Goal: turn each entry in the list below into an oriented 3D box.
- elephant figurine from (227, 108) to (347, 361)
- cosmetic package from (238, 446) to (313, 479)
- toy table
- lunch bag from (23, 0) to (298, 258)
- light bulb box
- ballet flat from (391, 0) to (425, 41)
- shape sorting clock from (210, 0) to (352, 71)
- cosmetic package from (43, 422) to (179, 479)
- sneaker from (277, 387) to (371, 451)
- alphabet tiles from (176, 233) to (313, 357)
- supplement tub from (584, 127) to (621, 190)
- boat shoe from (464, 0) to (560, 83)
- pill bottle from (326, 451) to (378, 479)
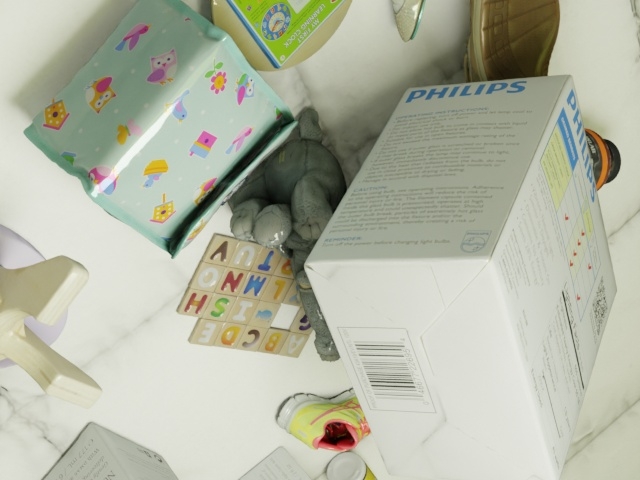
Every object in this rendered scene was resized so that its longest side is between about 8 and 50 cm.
[{"bbox_3d":[0.000,0.000,1.462,0.186,0.169,0.239,-36,131,8],"label":"elephant figurine"},{"bbox_3d":[-0.105,0.424,1.703,0.231,0.117,0.085,-37,135,-13],"label":"cosmetic package"},{"bbox_3d":[-0.362,0.091,1.236,0.274,0.161,0.252,17,108,-45],"label":"toy table"},{"bbox_3d":[-0.151,-0.108,1.267,0.223,0.160,0.262,-49,148,-4],"label":"lunch bag"},{"bbox_3d":[0.192,0.045,1.412,0.361,0.225,0.357,-59,139,-44],"label":"light bulb box"},{"bbox_3d":[0.108,-0.325,1.401,0.052,0.057,0.168,11,111,-12],"label":"ballet flat"},{"bbox_3d":[-0.038,-0.288,1.308,0.206,0.040,0.206,-22,129,-30],"label":"shape sorting clock"},{"bbox_3d":[-0.221,0.436,1.423,0.217,0.385,0.156,-50,137,1],"label":"cosmetic package"},{"bbox_3d":[0.039,0.277,1.727,0.209,0.094,0.081,-2,118,-39],"label":"sneaker"},{"bbox_3d":[-0.073,0.062,1.550,0.237,0.009,0.198,13,111,-43],"label":"alphabet tiles"},{"bbox_3d":[0.347,-0.112,1.688,0.198,0.106,0.106,-6,123,-38],"label":"supplement tub"},{"bbox_3d":[0.232,-0.238,1.508,0.122,0.110,0.341,-20,122,-20],"label":"boat shoe"},{"bbox_3d":[0.058,0.389,1.842,0.065,0.065,0.116,-39,136,-9],"label":"pill bottle"}]
